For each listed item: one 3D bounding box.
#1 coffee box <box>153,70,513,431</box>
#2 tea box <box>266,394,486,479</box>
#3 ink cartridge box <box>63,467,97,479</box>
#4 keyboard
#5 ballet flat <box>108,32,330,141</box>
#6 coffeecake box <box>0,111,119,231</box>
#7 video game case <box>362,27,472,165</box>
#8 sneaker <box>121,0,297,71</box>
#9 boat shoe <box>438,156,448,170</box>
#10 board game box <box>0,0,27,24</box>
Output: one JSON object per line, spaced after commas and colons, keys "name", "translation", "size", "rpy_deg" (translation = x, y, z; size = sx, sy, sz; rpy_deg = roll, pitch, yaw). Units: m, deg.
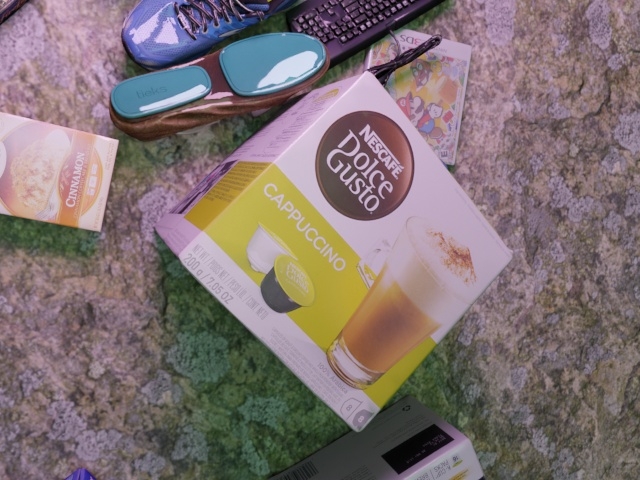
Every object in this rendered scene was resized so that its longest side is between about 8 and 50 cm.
{"name": "coffee box", "translation": [0.000, 0.000, 0.895], "size": [0.334, 0.338, 0.338], "rpy_deg": [-45, 108, -10]}
{"name": "tea box", "translation": [0.131, 0.521, 1.063], "size": [0.328, 0.220, 0.324], "rpy_deg": [-25, 103, -15]}
{"name": "ink cartridge box", "translation": [-0.394, 0.560, 0.924], "size": [0.270, 0.151, 0.396], "rpy_deg": [-40, 105, -11]}
{"name": "keyboard", "translation": [0.113, -0.382, 1.028], "size": [0.317, 0.033, 0.202], "rpy_deg": [-34, 89, -12]}
{"name": "ballet flat", "translation": [-0.152, -0.228, 0.930], "size": [0.342, 0.124, 0.116], "rpy_deg": [-21, 74, -9]}
{"name": "coffeecake box", "translation": [-0.409, -0.102, 0.884], "size": [0.185, 0.068, 0.143], "rpy_deg": [11, 93, -20]}
{"name": "video game case", "translation": [0.171, -0.265, 1.091], "size": [0.206, 0.026, 0.227], "rpy_deg": [7, 94, -20]}
{"name": "sneaker", "translation": [-0.153, -0.371, 0.902], "size": [0.329, 0.147, 0.130], "rpy_deg": [-34, 106, -12]}
{"name": "boat shoe", "translation": [0.154, -0.123, 1.067], "size": [0.183, 0.066, 0.066], "rpy_deg": [9, 129, -21]}
{"name": "board game box", "translation": [-0.549, -0.390, 0.816], "size": [0.165, 0.042, 0.243], "rpy_deg": [-47, 108, -9]}
